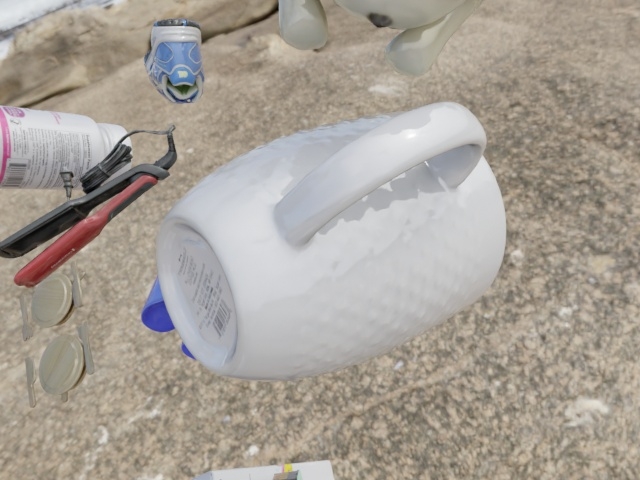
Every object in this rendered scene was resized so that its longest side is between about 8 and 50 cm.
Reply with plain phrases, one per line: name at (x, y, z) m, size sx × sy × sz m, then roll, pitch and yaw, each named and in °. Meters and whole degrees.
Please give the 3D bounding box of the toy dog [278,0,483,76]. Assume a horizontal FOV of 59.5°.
toy dog at (0.099, -0.350, 0.542) m, size 0.284 × 0.395 × 0.408 m, roll 25°, pitch 37°, yaw -12°

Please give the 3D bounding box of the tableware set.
tableware set at (-0.390, 0.140, 0.852) m, size 0.128 × 0.039 × 0.194 m, roll -29°, pitch 62°, yaw 15°

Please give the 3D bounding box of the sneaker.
sneaker at (-0.202, -0.224, 0.776) m, size 0.080 × 0.081 × 0.211 m, roll -6°, pitch -3°, yaw -13°

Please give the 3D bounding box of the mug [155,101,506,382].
mug at (0.022, -0.012, 0.602) m, size 0.328 × 0.276 × 0.374 m, roll -19°, pitch -17°, yaw -37°

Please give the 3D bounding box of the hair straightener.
hair straightener at (-0.250, -0.055, 0.600) m, size 0.230 × 0.047 × 0.089 m, roll -42°, pitch 77°, yaw -4°

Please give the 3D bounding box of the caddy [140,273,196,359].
caddy at (-0.189, 0.105, 1.120) m, size 0.341 × 0.241 × 0.179 m, roll -19°, pitch 40°, yaw 34°

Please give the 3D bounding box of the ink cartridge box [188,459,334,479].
ink cartridge box at (-0.130, 0.484, 1.007) m, size 0.201 × 0.278 × 0.117 m, roll -35°, pitch 55°, yaw 34°

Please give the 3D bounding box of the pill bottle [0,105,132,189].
pill bottle at (-0.549, -0.184, 1.152) m, size 0.160 × 0.160 × 0.283 m, roll 14°, pitch 12°, yaw 40°
